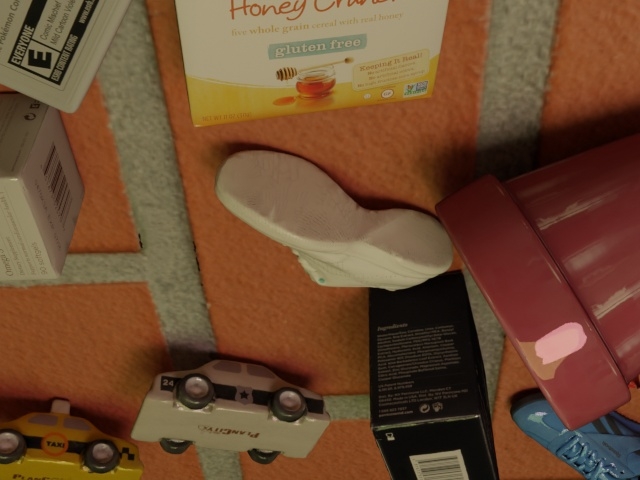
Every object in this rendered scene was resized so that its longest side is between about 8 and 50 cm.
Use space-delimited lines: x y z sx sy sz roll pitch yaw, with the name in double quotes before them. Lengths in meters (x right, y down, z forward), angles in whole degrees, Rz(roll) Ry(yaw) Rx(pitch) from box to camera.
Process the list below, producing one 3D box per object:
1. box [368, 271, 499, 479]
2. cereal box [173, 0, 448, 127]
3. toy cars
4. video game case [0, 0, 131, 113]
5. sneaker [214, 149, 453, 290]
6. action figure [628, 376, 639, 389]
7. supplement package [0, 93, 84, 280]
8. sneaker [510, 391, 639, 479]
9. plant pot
"box" 0.104 0.141 0.792 0.093 0.158 0.156 -10 134 11
"cereal box" -0.005 -0.174 0.516 0.173 0.047 0.240 -9 145 -7
"toy cars" -0.187 0.190 0.900 0.394 0.087 0.176 -17 137 12
"video game case" -0.224 -0.253 0.493 0.300 0.036 0.329 23 131 -21
"sneaker" 0.000 0.000 0.719 0.212 0.080 0.094 22 143 -22
"action figure" 0.337 0.055 0.729 0.091 0.139 0.280 29 131 -24
"supplement package" -0.286 -0.038 0.655 0.179 0.105 0.105 -2 135 3
"sneaker" 0.295 0.226 0.931 0.209 0.082 0.069 26 131 -21
"plant pot" 0.212 0.013 0.658 0.180 0.201 0.201 -32 128 8
